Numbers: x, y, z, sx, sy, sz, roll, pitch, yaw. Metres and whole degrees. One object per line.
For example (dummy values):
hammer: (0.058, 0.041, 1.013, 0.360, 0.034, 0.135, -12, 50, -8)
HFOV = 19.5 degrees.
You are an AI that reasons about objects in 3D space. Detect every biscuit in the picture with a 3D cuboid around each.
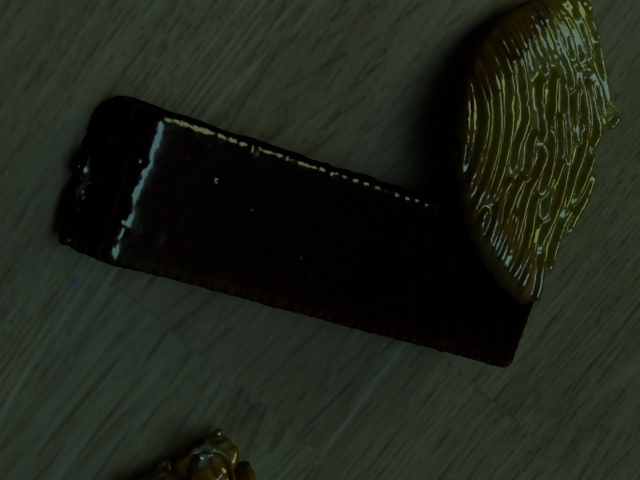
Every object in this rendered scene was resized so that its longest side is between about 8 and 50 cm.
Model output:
biscuit: (0.000, 0.000, 1.306, 0.388, 0.073, 0.107, 17, 95, -37)
biscuit: (0.164, -0.069, 1.367, 0.176, 0.031, 0.228, -2, 85, -39)

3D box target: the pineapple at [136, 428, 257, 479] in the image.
pineapple: (-0.117, 0.264, 1.279, 0.164, 0.140, 0.249, 11, 103, -36)
